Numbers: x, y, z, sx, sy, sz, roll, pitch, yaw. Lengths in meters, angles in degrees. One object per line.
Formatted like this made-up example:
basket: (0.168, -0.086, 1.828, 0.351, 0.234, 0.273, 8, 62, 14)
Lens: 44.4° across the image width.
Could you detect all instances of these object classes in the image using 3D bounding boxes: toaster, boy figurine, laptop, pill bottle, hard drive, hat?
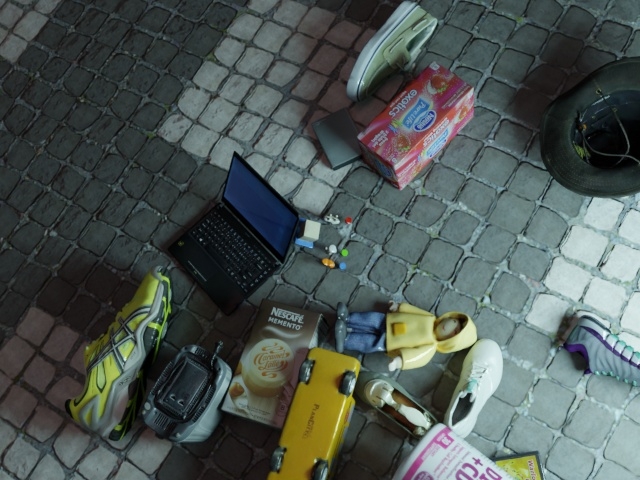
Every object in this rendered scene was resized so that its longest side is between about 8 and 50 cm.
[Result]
toaster: (-0.257, 0.314, 1.619, 0.129, 0.146, 0.226, 26, 77, 20)
boy figurine: (0.172, 0.192, 1.589, 0.285, 0.092, 0.177, 3, 42, 11)
laptop: (-0.199, -0.015, 1.743, 0.264, 0.136, 0.234, -42, 66, -6)
pill bottle: (0.279, 0.473, 1.395, 0.283, 0.160, 0.160, 35, 80, 22)
hard drive: (0.046, -0.239, 1.841, 0.094, 0.022, 0.135, -25, 65, 2)
hat: (0.636, -0.212, 1.643, 0.332, 0.134, 0.331, -12, 63, 25)

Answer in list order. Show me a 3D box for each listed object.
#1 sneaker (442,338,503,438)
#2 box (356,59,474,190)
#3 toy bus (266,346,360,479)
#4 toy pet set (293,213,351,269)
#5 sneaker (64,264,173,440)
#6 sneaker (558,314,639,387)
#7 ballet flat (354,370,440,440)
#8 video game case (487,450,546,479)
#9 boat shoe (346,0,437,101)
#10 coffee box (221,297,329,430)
sneaker: (0.301, 0.287, 1.538, 0.080, 0.094, 0.212, 19, 74, 20)
box: (0.217, -0.256, 1.753, 0.257, 0.128, 0.123, -45, 67, -8)
toy bus: (-0.013, 0.388, 1.546, 0.108, 0.130, 0.332, 13, 72, 18)
toy pet set: (0.000, 0.000, 1.750, 0.114, 0.065, 0.122, 15, 72, -19)
sneaker: (-0.426, 0.225, 1.682, 0.147, 0.145, 0.384, 17, 71, 3)
sneaker: (0.575, 0.246, 1.517, 0.224, 0.083, 0.098, 42, 103, 28)
ballet flat: (0.151, 0.325, 1.569, 0.213, 0.068, 0.072, 34, 80, 22)
video game case: (0.316, 0.551, 1.463, 0.249, 0.035, 0.274, -12, 66, 8)
boat shoe: (0.169, -0.445, 1.852, 0.094, 0.109, 0.302, 29, 74, 19)
coffee box: (-0.090, 0.261, 1.630, 0.141, 0.098, 0.246, 13, 72, 17)
